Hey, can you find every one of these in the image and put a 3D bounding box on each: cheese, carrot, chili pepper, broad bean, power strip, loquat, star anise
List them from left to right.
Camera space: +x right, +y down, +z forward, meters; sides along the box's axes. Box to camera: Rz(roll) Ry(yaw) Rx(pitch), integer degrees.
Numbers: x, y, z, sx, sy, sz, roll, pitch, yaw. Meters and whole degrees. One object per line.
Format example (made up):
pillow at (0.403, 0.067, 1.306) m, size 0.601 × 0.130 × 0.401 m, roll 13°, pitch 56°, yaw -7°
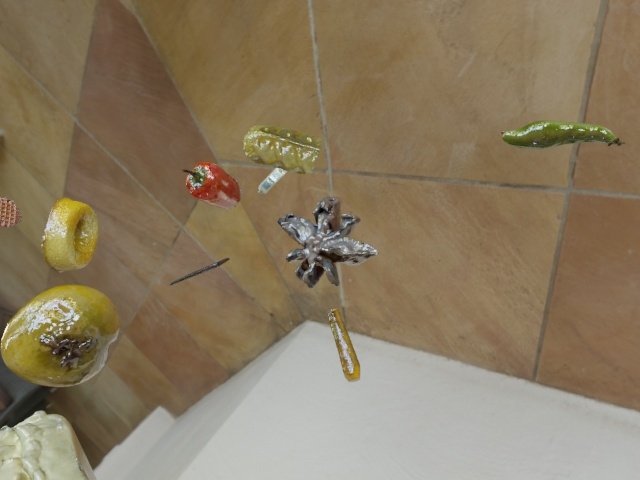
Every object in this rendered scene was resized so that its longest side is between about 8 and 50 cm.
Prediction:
cheese at (-0.347, 0.343, 0.536) m, size 0.266 × 0.127 × 0.233 m, roll 8°, pitch 118°, yaw 48°
loquat at (-0.521, 0.197, 0.874) m, size 0.213 × 0.213 × 0.213 m, roll 17°, pitch 127°, yaw 24°
chili pepper at (-0.246, -0.128, 0.925) m, size 0.086 × 0.192 × 0.084 m, roll 39°, pitch 94°, yaw 19°
power strip at (-0.195, -0.268, 1.798) m, size 0.047 × 0.191 × 0.030 m, roll 43°, pitch 162°, yaw -7°
star anise at (-0.002, -0.003, 0.942) m, size 0.198 × 0.257 × 0.111 m, roll -37°, pitch 137°, yaw 13°
carrot at (0.052, 0.232, 0.955) m, size 0.042 × 0.042 × 0.170 m, roll -56°, pitch 42°, yaw 43°
broad bean at (0.669, -0.287, 1.161) m, size 0.326 × 0.067 × 0.075 m, roll 6°, pitch 134°, yaw 15°

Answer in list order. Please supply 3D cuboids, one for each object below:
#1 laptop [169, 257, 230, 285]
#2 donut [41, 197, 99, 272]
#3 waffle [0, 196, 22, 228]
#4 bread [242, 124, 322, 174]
laptop at (-0.433, 0.108, 1.529) m, size 0.197 × 0.135 × 0.016 m, roll -22°, pitch 95°, yaw 8°
donut at (-0.587, -0.013, 1.008) m, size 0.066 × 0.178 × 0.162 m, roll 5°, pitch 163°, yaw -3°
waffle at (-0.769, -0.065, 1.022) m, size 0.029 × 0.083 × 0.075 m, roll -21°, pitch 107°, yaw 18°
bread at (-0.138, -0.323, 1.482) m, size 0.268 × 0.152 × 0.130 m, roll 12°, pitch 147°, yaw -11°
